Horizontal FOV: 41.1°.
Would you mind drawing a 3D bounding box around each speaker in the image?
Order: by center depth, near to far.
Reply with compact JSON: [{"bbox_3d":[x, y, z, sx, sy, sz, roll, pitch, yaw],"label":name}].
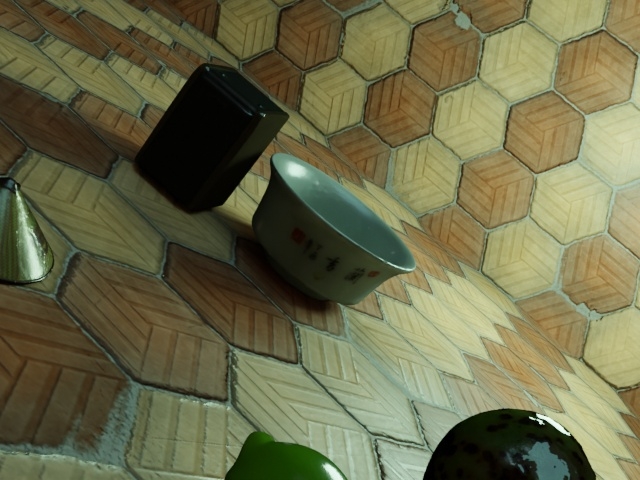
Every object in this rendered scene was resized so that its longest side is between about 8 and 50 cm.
[{"bbox_3d":[-0.200,-0.188,1.579,0.153,0.231,0.192,40,14,6],"label":"speaker"}]

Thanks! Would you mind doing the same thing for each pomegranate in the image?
[{"bbox_3d":[0.262,0.344,1.115,0.306,0.242,0.242,23,21,-53],"label":"pomegranate"}]

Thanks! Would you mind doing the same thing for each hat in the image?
[{"bbox_3d":[-0.382,-0.040,1.003,0.193,0.082,0.193,36,16,-12],"label":"hat"}]

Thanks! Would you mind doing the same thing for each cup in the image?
[{"bbox_3d":[0.000,0.000,1.638,0.347,0.163,0.347,36,16,-12],"label":"cup"}]

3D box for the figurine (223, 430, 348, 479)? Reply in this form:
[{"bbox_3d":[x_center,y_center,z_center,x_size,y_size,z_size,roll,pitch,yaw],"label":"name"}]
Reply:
[{"bbox_3d":[-0.031,0.295,0.765,0.162,0.143,0.263,36,26,-23],"label":"figurine"}]
